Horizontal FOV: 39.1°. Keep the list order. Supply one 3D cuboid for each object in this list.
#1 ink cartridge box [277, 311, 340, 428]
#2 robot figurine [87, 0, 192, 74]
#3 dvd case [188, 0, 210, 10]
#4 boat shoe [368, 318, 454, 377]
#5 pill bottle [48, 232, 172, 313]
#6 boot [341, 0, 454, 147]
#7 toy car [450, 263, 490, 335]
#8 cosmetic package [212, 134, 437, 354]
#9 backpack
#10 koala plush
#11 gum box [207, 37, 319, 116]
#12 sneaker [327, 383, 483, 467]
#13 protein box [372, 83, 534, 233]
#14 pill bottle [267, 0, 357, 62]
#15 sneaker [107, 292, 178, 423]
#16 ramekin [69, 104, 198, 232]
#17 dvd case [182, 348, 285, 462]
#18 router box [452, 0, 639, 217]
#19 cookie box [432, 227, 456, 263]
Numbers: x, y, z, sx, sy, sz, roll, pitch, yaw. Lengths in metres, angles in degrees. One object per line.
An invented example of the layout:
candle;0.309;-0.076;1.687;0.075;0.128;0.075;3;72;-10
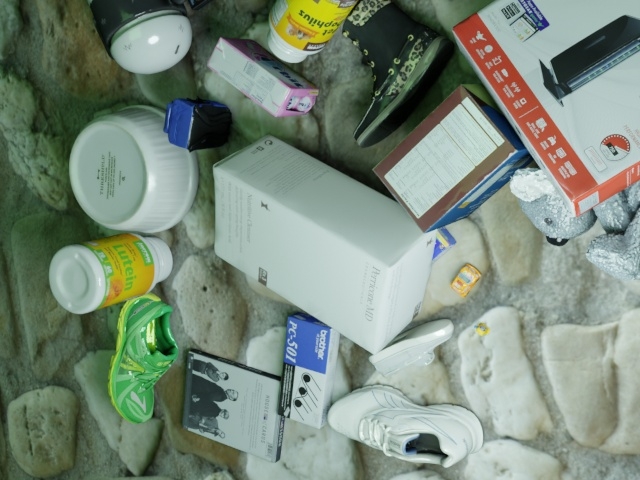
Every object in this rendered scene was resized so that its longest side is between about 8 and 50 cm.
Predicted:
ink cartridge box;-0.023;0.251;1.753;0.097;0.046;0.207;13;105;26
robot figurine;-0.357;-0.461;1.752;0.174;0.209;0.278;-23;85;-11
dvd case;-0.185;-0.578;1.717;0.253;0.022;0.180;-25;87;30
boat shoe;0.171;0.199;1.627;0.184;0.066;0.063;-30;97;28
pill bottle;-0.414;0.058;1.826;0.136;0.246;0.136;6;101;28
boot;0.098;-0.298;1.569;0.178;0.085;0.236;45;111;18
toy car;0.268;0.104;1.565;0.060;0.040;0.122;-38;79;29
cosmetic package;0.000;0.000;1.584;0.385;0.156;0.217;30;137;29
backpack;-0.236;-0.233;1.749;0.101;0.120;0.098;30;114;33
koala plush;0.407;-0.059;1.384;0.221;0.196;0.203;15;94;27
gum box;-0.102;-0.299;1.667;0.188;0.107;0.062;39;115;19
sneaker;0.137;0.337;1.629;0.297;0.129;0.111;2;102;31
protein box;0.231;-0.135;1.451;0.201;0.200;0.136;-43;77;28
pill bottle;-0.015;-0.406;1.568;0.117;0.117;0.215;57;143;10
sneaker;-0.373;0.259;1.917;0.124;0.109;0.295;14;105;31
ramekin;-0.393;-0.142;1.849;0.273;0.127;0.272;6;101;28
dvd case;-0.179;0.340;1.868;0.239;0.030;0.179;14;105;27
router box;0.404;-0.252;1.299;0.301;0.082;0.335;-32;66;8
cookie box;0.171;0.004;1.603;0.107;0.040;0.092;-45;76;28
